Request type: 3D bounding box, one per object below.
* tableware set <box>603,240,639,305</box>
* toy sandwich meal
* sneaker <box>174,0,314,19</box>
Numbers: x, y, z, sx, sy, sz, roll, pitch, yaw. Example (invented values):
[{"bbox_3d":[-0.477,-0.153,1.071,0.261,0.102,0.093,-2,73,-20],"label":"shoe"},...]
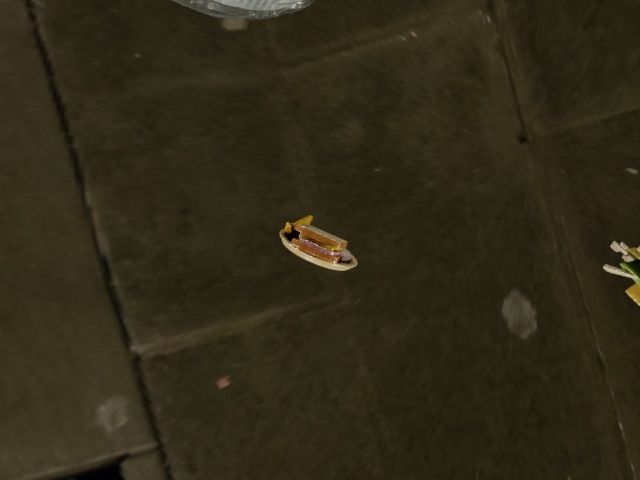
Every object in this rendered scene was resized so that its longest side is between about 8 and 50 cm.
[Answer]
[{"bbox_3d":[0.238,0.045,1.031,0.104,0.154,0.024,44,93,1],"label":"tableware set"},{"bbox_3d":[0.000,0.000,1.367,0.086,0.085,0.029,25,104,6],"label":"toy sandwich meal"},{"bbox_3d":[-0.057,-0.146,0.302,0.086,0.229,0.132,-33,58,12],"label":"sneaker"}]
